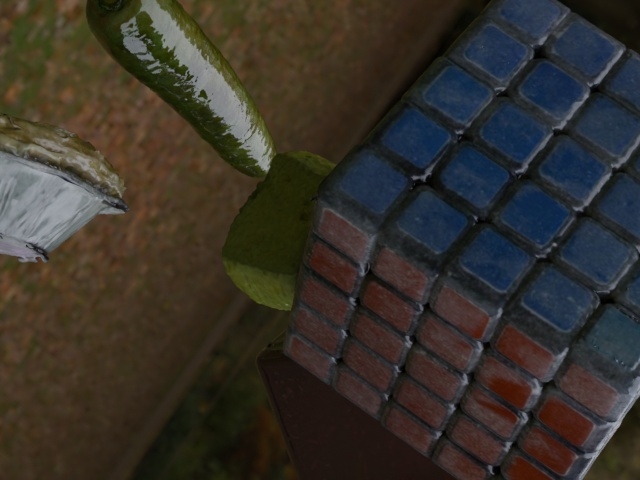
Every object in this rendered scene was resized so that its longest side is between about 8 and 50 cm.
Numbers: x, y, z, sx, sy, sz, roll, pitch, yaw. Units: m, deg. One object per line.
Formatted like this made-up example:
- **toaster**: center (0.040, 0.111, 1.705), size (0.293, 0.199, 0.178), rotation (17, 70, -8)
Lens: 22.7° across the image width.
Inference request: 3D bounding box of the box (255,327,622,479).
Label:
- **box**: center (0.096, 0.125, 1.382), size (0.294, 0.167, 0.193), rotation (-12, -161, 37)

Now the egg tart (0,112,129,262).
- **egg tart**: center (-0.267, -0.041, 1.248), size (0.234, 0.234, 0.094), rotation (118, -15, -81)

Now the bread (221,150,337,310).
- **bread**: center (0.000, 0.000, 1.255), size (0.114, 0.111, 0.129), rotation (16, -100, 58)

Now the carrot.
- **carrot**: center (-0.106, -0.132, 1.425), size (0.074, 0.074, 0.358), rotation (-55, 152, -7)

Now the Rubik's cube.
- **Rubik's cube**: center (0.140, 0.011, 1.085), size (0.237, 0.237, 0.238), rotation (-48, 168, -28)
